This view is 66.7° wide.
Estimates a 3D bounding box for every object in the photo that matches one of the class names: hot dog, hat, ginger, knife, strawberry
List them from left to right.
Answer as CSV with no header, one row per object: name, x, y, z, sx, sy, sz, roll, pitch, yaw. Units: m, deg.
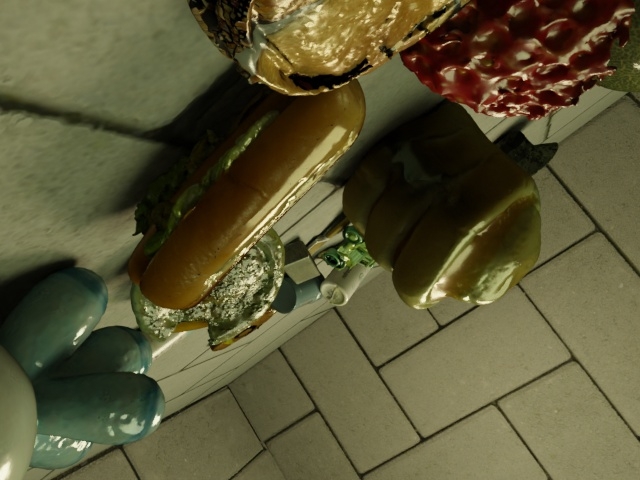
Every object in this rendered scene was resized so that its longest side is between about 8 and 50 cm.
hot dog,-0.095,-0.052,0.496,0.337,0.135,0.100,-43,129,19
knife,0.000,-0.001,1.188,0.046,0.022,0.256,-16,162,-45
ginger,0.047,0.036,1.411,0.137,0.044,0.057,-26,138,-41
strawberry,0.161,-0.231,0.475,0.178,0.233,0.234,-2,162,-6
hat,0.591,-0.261,1.502,0.265,0.128,0.265,-39,-178,2

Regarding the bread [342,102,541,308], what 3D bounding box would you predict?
bread,0.204,-0.051,0.834,0.300,0.341,0.210,-34,146,14

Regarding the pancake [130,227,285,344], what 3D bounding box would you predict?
pancake,-0.157,0.062,0.726,0.254,0.037,0.253,-20,133,-23

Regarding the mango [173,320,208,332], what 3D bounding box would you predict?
mango,-0.184,0.092,0.846,0.253,0.113,0.138,-23,177,-28

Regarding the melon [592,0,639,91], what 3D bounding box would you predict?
melon,0.426,-0.313,0.614,0.237,0.237,0.302,-38,168,16

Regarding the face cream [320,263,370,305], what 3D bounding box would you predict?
face cream,0.111,0.066,1.460,0.311,0.092,0.092,-47,180,-43

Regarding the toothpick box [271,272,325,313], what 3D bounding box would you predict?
toothpick box,-0.064,0.141,1.379,0.101,0.101,0.153,-42,164,32

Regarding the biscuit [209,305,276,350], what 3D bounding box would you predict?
biscuit,-0.238,0.286,1.627,0.290,0.041,0.208,-34,169,1

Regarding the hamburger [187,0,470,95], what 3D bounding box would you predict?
hamburger,0.021,-0.193,0.318,0.231,0.106,0.231,-32,172,-5

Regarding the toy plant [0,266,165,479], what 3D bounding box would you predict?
toy plant,-0.314,0.160,0.530,0.247,0.247,0.332,-39,171,21

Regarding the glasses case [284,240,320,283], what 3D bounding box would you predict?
glasses case,-0.051,0.055,1.172,0.071,0.047,0.205,-23,163,1

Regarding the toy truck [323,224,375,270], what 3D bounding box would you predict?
toy truck,0.120,0.001,1.176,0.128,0.135,0.259,-51,-175,-37

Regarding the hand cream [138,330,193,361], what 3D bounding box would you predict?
hand cream,-0.307,0.182,1.038,0.312,0.070,0.111,-32,169,-50

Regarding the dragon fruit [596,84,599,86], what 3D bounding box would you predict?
dragon fruit,0.537,-0.375,0.926,0.262,0.163,0.189,-29,-166,-25
